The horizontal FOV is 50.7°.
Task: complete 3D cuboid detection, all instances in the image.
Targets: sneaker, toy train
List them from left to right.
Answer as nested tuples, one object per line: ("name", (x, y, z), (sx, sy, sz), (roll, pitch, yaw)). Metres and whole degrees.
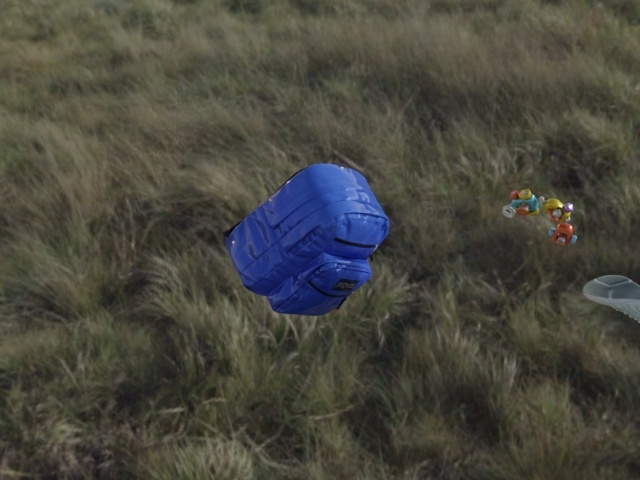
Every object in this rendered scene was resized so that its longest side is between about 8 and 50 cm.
("toy train", (0.466, -0.041, 1.429), (0.166, 0.125, 0.046), (24, 56, 14))
("sneaker", (0.426, 0.088, 0.903), (0.152, 0.061, 0.053), (12, 44, 44))

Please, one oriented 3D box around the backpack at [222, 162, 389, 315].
("backpack", (0.000, 0.000, 0.571), (0.098, 0.120, 0.101), (4, 48, -53))
